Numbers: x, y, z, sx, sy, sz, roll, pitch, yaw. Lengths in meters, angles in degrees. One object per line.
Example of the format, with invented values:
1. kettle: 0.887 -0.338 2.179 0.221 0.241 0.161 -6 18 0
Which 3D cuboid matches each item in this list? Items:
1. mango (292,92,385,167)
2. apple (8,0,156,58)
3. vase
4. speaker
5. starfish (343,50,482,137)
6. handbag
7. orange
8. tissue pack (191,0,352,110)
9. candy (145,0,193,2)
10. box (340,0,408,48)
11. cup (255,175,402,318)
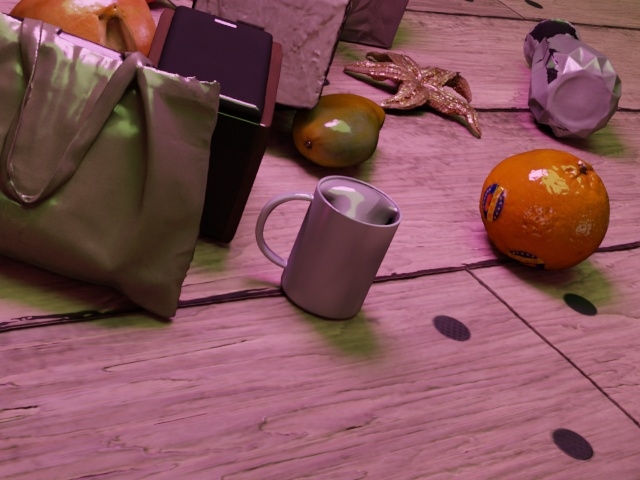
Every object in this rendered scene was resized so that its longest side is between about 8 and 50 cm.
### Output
1. mango: 0.023 -0.155 1.627 0.122 0.085 0.191 4 20 7
2. apple: -0.302 -0.253 1.473 0.199 0.199 0.199 17 28 -10
3. vase: 0.444 -0.307 2.132 0.165 0.165 0.360 20 24 -6
4. speaker: -0.144 -0.138 1.365 0.153 0.192 0.231 17 33 -10
5. starfish: 0.153 -0.253 1.936 0.236 0.062 0.277 -16 50 -42
6. handbag: -0.260 -0.086 1.159 0.316 0.253 0.109 17 -11 -5
7. orange: 0.300 -0.043 1.559 0.178 0.155 0.177 14 17 -4
8. tissue pack: -0.080 -0.322 1.669 0.210 0.198 0.370 20 18 -9
9. candy: -0.180 -0.390 1.894 0.366 0.124 0.124 25 27 -13
10. box: 0.074 -0.485 2.075 0.156 0.231 0.149 5 33 -29
11. cup: 0.007 -0.002 1.288 0.136 0.133 0.099 32 30 18
